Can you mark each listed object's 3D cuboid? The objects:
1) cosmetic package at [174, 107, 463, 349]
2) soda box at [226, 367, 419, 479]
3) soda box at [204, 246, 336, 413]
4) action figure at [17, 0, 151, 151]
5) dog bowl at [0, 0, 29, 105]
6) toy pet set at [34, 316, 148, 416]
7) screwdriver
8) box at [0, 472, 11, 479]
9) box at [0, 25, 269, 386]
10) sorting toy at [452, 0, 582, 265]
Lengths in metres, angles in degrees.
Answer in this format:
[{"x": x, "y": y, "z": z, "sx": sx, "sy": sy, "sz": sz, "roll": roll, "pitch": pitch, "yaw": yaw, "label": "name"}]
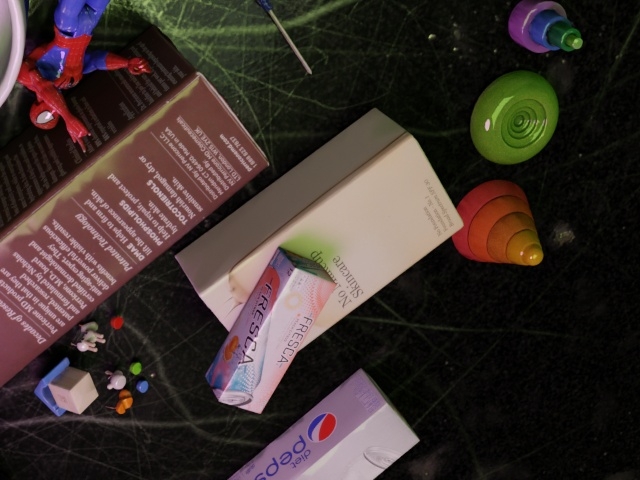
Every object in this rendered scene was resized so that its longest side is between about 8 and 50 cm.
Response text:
[{"x": 0.000, "y": 0.000, "z": 1.300, "sx": 0.309, "sy": 0.113, "sz": 0.160, "roll": -38, "pitch": 124, "yaw": -3, "label": "cosmetic package"}, {"x": -0.011, "y": 0.314, "z": 1.463, "sx": 0.286, "sy": 0.091, "sz": 0.098, "roll": -39, "pitch": 124, "yaw": -2, "label": "soda box"}, {"x": -0.058, "y": 0.103, "z": 1.223, "sx": 0.063, "sy": 0.058, "sz": 0.183, "roll": 23, "pitch": 103, "yaw": -31, "label": "soda box"}, {"x": -0.209, "y": -0.203, "z": 1.029, "sx": 0.091, "sy": 0.139, "sz": 0.280, "roll": -22, "pitch": 150, "yaw": -53, "label": "action figure"}, {"x": -0.403, "y": -0.217, "z": 0.977, "sx": 0.265, "sy": 0.104, "sz": 0.265, "roll": -5, "pitch": 125, "yaw": -7, "label": "dog bowl"}, {"x": -0.284, "y": 0.163, "z": 1.300, "sx": 0.114, "sy": 0.065, "sz": 0.122, "roll": -47, "pitch": 136, "yaw": -40, "label": "toy pet set"}, {"x": -0.048, "y": -0.251, "z": 1.207, "sx": 0.025, "sy": 0.024, "sz": 0.170, "roll": -24, "pitch": 129, "yaw": 23, "label": "screwdriver"}, {"x": -0.482, "y": 0.335, "z": 1.253, "sx": 0.207, "sy": 0.108, "sz": 0.153, "roll": -37, "pitch": 124, "yaw": -3, "label": "box"}, {"x": -0.258, "y": -0.036, "z": 1.119, "sx": 0.381, "sy": 0.191, "sz": 0.143, "roll": -38, "pitch": 124, "yaw": -2, "label": "box"}, {"x": 0.268, "y": -0.114, "z": 1.355, "sx": 0.127, "sy": 0.126, "sz": 0.365, "roll": -3, "pitch": 116, "yaw": -23, "label": "sorting toy"}]
